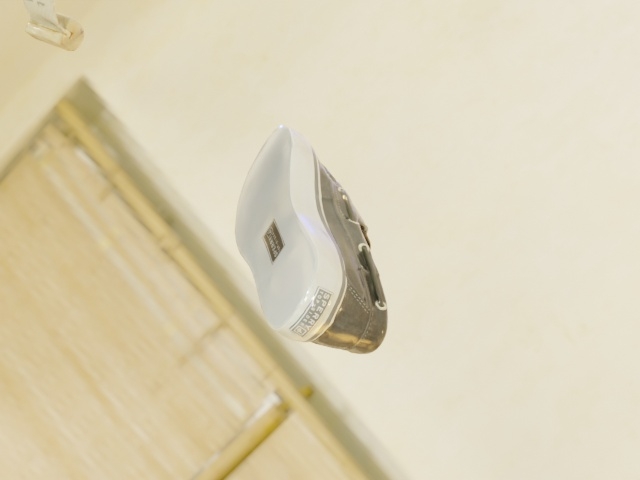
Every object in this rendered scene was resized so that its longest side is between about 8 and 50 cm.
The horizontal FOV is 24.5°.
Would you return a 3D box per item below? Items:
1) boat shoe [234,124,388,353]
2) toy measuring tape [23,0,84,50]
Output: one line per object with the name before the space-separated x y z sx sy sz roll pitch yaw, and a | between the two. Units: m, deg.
boat shoe | 0.000 0.000 0.968 0.076 0.080 0.228 26 18 -22
toy measuring tape | -0.166 -0.281 0.917 0.121 0.121 0.330 -119 -163 -47
